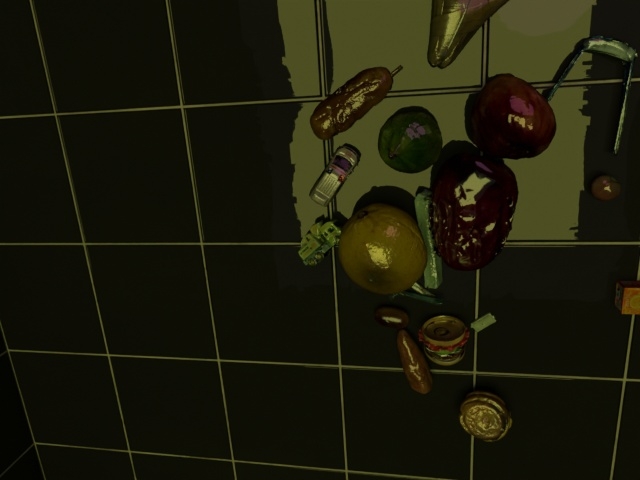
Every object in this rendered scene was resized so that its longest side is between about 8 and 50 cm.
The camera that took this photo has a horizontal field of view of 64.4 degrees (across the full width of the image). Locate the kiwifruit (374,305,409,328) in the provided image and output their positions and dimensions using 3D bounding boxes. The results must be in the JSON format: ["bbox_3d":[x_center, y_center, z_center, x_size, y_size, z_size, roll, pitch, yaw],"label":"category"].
[{"bbox_3d":[0.256,0.275,1.817,0.124,0.075,0.075,8,110,14],"label":"kiwifruit"}]

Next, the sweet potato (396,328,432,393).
[{"bbox_3d":[0.334,0.438,1.847,0.097,0.097,0.251,-22,99,18],"label":"sweet potato"}]

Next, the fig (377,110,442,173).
[{"bbox_3d":[0.267,-0.292,1.538,0.203,0.235,0.203,5,108,15],"label":"fig"}]

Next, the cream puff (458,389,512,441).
[{"bbox_3d":[0.598,0.627,1.836,0.189,0.129,0.189,5,104,18],"label":"cream puff"}]

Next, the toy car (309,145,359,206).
[{"bbox_3d":[0.044,-0.213,1.676,0.089,0.108,0.209,35,111,-2],"label":"toy car"}]

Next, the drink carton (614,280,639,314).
[{"bbox_3d":[1.072,0.182,1.619,0.223,0.071,0.096,1,107,11],"label":"drink carton"}]

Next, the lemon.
[{"bbox_3d":[0.199,0.030,1.636,0.297,0.297,0.297,4,109,10],"label":"lemon"}]

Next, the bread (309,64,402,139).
[{"bbox_3d":[0.109,-0.444,1.598,0.344,0.084,0.124,-34,99,19],"label":"bread"}]

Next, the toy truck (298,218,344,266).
[{"bbox_3d":[0.000,0.000,1.772,0.191,0.085,0.116,-42,88,23],"label":"toy truck"}]

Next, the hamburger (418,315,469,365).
[{"bbox_3d":[0.432,0.354,1.766,0.175,0.175,0.137,-5,121,13],"label":"hamburger"}]

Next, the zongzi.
[{"bbox_3d":[0.440,-0.619,1.468,0.256,0.115,0.228,1,113,0],"label":"zongzi"}]

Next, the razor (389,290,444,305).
[{"bbox_3d":[0.338,0.198,1.785,0.190,0.033,0.066,9,143,17],"label":"razor"}]

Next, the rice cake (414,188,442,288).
[{"bbox_3d":[0.363,-0.003,1.700,0.063,0.066,0.336,2,109,32],"label":"rice cake"}]

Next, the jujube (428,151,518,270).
[{"bbox_3d":[0.466,-0.095,1.566,0.258,0.258,0.376,5,124,10],"label":"jujube"}]

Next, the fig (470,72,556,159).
[{"bbox_3d":[0.549,-0.350,1.474,0.224,0.224,0.263,-37,80,20],"label":"fig"}]

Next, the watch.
[{"bbox_3d":[0.818,-0.425,1.469,0.276,0.068,0.274,26,111,1],"label":"watch"}]

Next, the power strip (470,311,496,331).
[{"bbox_3d":[0.572,0.287,1.785,0.090,0.016,0.040,-37,97,19],"label":"power strip"}]

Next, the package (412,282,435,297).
[{"bbox_3d":[0.354,0.176,1.793,0.110,0.015,0.037,39,106,-5],"label":"package"}]

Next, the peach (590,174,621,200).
[{"bbox_3d":[0.864,-0.158,1.543,0.083,0.083,0.083,4,109,10],"label":"peach"}]
